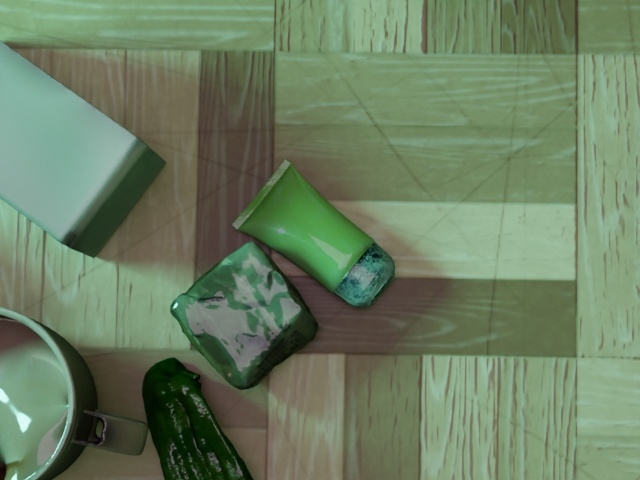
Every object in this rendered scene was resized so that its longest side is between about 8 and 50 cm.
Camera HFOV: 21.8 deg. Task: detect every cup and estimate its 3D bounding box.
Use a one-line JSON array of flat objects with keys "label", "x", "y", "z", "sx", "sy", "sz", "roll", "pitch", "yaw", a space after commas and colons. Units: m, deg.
[{"label": "cup", "x": -0.298, "y": 0.176, "z": 1.712, "sx": 0.253, "sy": 0.200, "sz": 0.191, "roll": 11, "pitch": 84, "yaw": 5}]

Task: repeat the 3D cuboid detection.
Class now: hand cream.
[{"label": "hand cream", "x": 0.000, "y": 0.000, "z": 1.800, "sx": 0.175, "sy": 0.046, "sz": 0.095, "roll": 38, "pitch": 87, "yaw": 12}]

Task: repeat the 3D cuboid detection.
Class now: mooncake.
[{"label": "mooncake", "x": -0.080, "y": 0.083, "z": 1.778, "sx": 0.125, "sy": 0.073, "sz": 0.130, "roll": -38, "pitch": 82, "yaw": 1}]

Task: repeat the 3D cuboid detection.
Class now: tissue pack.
[{"label": "tissue pack", "x": -0.310, "y": -0.107, "z": 1.769, "sx": 0.246, "sy": 0.159, "sz": 0.136, "roll": 35, "pitch": 88, "yaw": 5}]

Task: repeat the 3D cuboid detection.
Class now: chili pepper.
[{"label": "chili pepper", "x": -0.116, "y": 0.241, "z": 1.761, "sx": 0.100, "sy": 0.074, "sz": 0.257, "roll": -30, "pitch": 82, "yaw": -1}]
